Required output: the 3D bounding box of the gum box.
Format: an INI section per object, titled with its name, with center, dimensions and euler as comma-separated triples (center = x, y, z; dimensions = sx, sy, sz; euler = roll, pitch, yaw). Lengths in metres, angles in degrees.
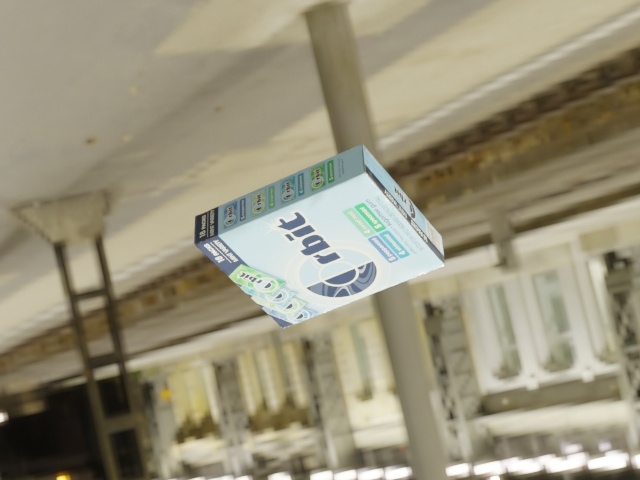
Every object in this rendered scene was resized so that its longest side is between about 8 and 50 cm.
[gum box]
center = 0.000, 0.000, 1.410
dimensions = 0.184, 0.041, 0.157
euler = -23, 136, 22
